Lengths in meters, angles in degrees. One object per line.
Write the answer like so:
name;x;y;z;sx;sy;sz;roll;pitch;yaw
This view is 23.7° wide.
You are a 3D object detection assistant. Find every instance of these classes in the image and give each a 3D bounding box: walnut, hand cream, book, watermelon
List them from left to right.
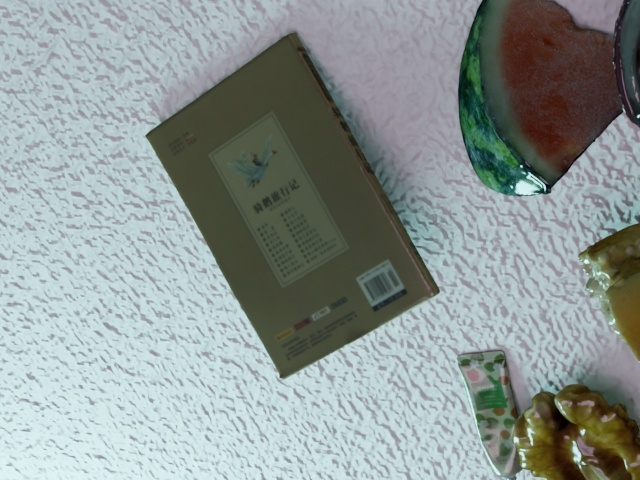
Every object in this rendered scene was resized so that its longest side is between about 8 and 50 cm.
book;-0.034;-0.032;1.610;0.217;0.021;0.310;-31;86;29
hand cream;0.199;0.201;1.732;0.057;0.037;0.165;-8;110;22
watermelon;0.210;-0.142;1.457;0.202;0.207;0.136;-35;132;15
walnut;0.293;0.225;1.689;0.143;0.069;0.170;-22;115;31

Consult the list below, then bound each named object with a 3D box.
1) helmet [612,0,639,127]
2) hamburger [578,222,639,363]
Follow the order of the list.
helmet;0.424;-0.177;1.338;0.338;0.197;0.271;26;132;-5
hamburger;0.478;0.118;1.439;0.445;0.268;0.287;43;104;-9
